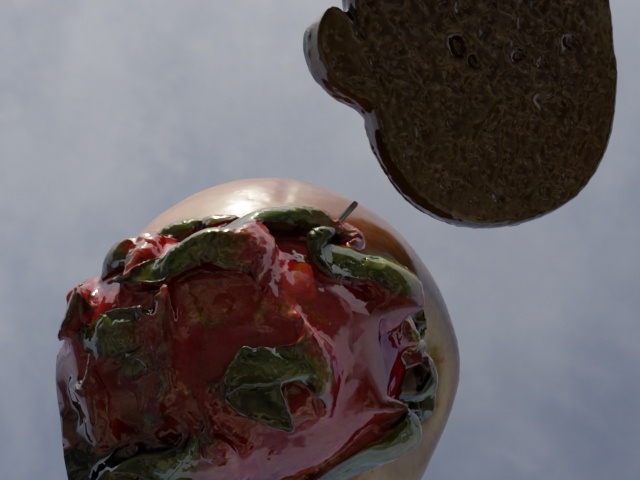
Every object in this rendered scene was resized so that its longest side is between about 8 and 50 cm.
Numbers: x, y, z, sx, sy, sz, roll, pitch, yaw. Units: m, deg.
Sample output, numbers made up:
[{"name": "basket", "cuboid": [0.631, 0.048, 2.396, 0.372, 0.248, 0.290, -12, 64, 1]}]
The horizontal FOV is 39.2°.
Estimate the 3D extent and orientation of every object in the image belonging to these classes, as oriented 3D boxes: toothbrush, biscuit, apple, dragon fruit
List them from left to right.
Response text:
[{"name": "dragon fruit", "cuboid": [-0.029, 0.066, 0.438, 0.172, 0.160, 0.166, -13, -78, 2]}, {"name": "apple", "cuboid": [-0.045, 0.129, 0.945, 0.347, 0.391, 0.391, 6, -99, 29]}, {"name": "toothbrush", "cuboid": [0.000, 0.000, 0.795, 0.006, 0.008, 0.097, 42, -103, 9]}, {"name": "biscuit", "cuboid": [0.148, -0.206, 0.936, 0.351, 0.070, 0.394, -6, -85, -18]}]
